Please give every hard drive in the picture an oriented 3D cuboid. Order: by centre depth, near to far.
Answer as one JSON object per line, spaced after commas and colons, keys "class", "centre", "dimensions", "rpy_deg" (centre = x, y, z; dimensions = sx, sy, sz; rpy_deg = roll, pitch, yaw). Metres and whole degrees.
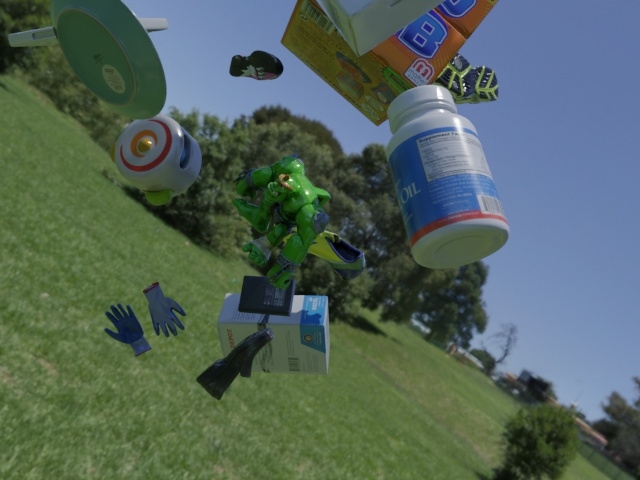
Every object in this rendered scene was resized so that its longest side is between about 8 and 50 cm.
{"class": "hard drive", "centre": [-0.135, 0.138, 1.598], "dimensions": [0.135, 0.094, 0.022], "rpy_deg": [3, -18, 14]}

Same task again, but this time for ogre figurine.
{"class": "ogre figurine", "centre": [-0.054, -0.043, 0.885], "dimensions": [0.097, 0.118, 0.197], "rpy_deg": [37, 25, -30]}

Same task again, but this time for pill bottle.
{"class": "pill bottle", "centre": [0.155, -0.086, 0.826], "dimensions": [0.124, 0.124, 0.221], "rpy_deg": [48, 28, -60]}

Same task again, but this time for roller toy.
{"class": "roller toy", "centre": [-0.415, -0.217, 1.614], "dimensions": [0.209, 0.191, 0.146], "rpy_deg": [47, -1, 25]}

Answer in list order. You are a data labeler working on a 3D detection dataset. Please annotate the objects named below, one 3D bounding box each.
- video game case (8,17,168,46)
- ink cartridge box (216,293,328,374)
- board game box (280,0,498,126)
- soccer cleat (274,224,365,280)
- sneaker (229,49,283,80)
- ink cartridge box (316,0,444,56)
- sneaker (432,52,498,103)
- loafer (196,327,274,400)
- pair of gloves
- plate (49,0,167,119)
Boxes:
{"class": "video game case", "centre": [-0.369, -0.339, 1.031], "dimensions": [0.173, 0.022, 0.190], "rpy_deg": [-3, 17, 18]}
{"class": "ink cartridge box", "centre": [-0.131, 0.278, 1.886], "dimensions": [0.308, 0.129, 0.223], "rpy_deg": [1, -50, 5]}
{"class": "board game box", "centre": [0.165, -0.563, 1.591], "dimensions": [0.357, 0.356, 0.356], "rpy_deg": [39, -8, -8]}
{"class": "soccer cleat", "centre": [0.001, 0.000, 1.767], "dimensions": [0.289, 0.093, 0.121], "rpy_deg": [32, -39, 15]}
{"class": "sneaker", "centre": [-0.145, -0.432, 1.572], "dimensions": [0.077, 0.071, 0.178], "rpy_deg": [-7, 21, -43]}
{"class": "ink cartridge box", "centre": [0.062, -0.451, 0.971], "dimensions": [0.272, 0.197, 0.114], "rpy_deg": [58, 3, 19]}
{"class": "sneaker", "centre": [0.407, -0.490, 1.989], "dimensions": [0.147, 0.145, 0.385], "rpy_deg": [-8, -11, 43]}
{"class": "loafer", "centre": [-0.147, 0.226, 1.174], "dimensions": [0.061, 0.170, 0.062], "rpy_deg": [52, 10, 0]}
{"class": "pair of gloves", "centre": [-0.460, 0.210, 1.664], "dimensions": [0.159, 0.198, 0.023], "rpy_deg": [63, -9, -16]}
{"class": "plate", "centre": [-0.266, -0.225, 0.773], "dimensions": [0.188, 0.024, 0.188], "rpy_deg": [25, -39, 22]}
